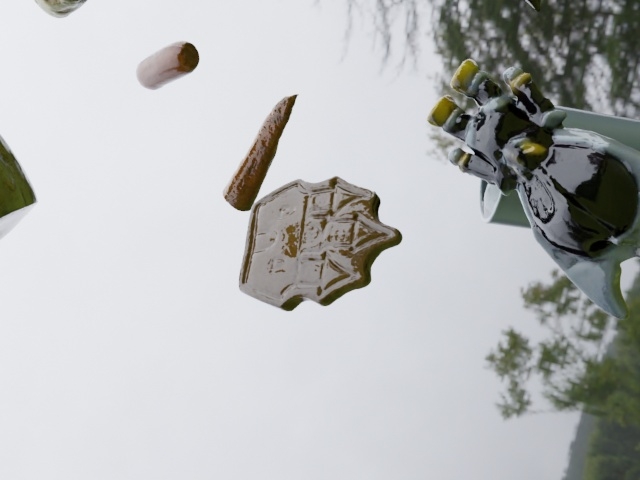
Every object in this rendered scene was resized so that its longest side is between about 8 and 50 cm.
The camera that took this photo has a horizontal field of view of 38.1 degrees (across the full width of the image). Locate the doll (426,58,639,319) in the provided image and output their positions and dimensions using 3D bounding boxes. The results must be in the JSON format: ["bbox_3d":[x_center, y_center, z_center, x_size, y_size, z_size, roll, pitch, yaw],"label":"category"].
[{"bbox_3d":[0.245,-0.060,0.953,0.145,0.316,0.103,-51,-15,7],"label":"doll"}]

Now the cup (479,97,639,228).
[{"bbox_3d":[0.426,-0.105,1.493,0.205,0.312,0.205,-171,90,-89],"label":"cup"}]

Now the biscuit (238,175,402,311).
[{"bbox_3d":[-0.001,-0.001,1.157,0.034,0.215,0.182,45,-134,-53],"label":"biscuit"}]

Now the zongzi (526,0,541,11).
[{"bbox_3d":[0.233,-0.309,1.034,0.067,0.083,0.073,-45,-8,-43],"label":"zongzi"}]

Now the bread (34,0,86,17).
[{"bbox_3d":[-0.429,-0.480,1.557,0.267,0.130,0.152,141,130,-64],"label":"bread"}]

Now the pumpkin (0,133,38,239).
[{"bbox_3d":[-0.621,-0.053,1.518,0.332,0.199,0.332,-42,0,0],"label":"pumpkin"}]

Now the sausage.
[{"bbox_3d":[-0.340,-0.383,2.034,0.076,0.197,0.076,9,-104,-40],"label":"sausage"}]

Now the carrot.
[{"bbox_3d":[-0.092,-0.147,1.474,0.057,0.057,0.224,-42,-15,-55],"label":"carrot"}]
